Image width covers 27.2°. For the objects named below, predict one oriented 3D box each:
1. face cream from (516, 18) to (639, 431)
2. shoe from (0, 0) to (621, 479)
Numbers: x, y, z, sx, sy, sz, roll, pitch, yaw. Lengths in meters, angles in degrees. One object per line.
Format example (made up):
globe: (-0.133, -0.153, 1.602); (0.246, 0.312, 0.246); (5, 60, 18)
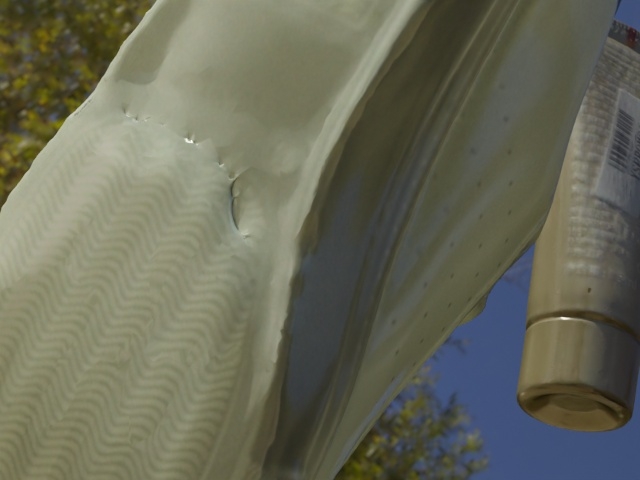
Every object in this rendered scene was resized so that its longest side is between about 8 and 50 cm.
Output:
face cream: (0.215, -0.026, 1.006); (0.137, 0.341, 0.084); (22, -28, -16)
shoe: (0.000, 0.000, 0.454); (0.132, 0.363, 0.160); (26, -1, 32)
